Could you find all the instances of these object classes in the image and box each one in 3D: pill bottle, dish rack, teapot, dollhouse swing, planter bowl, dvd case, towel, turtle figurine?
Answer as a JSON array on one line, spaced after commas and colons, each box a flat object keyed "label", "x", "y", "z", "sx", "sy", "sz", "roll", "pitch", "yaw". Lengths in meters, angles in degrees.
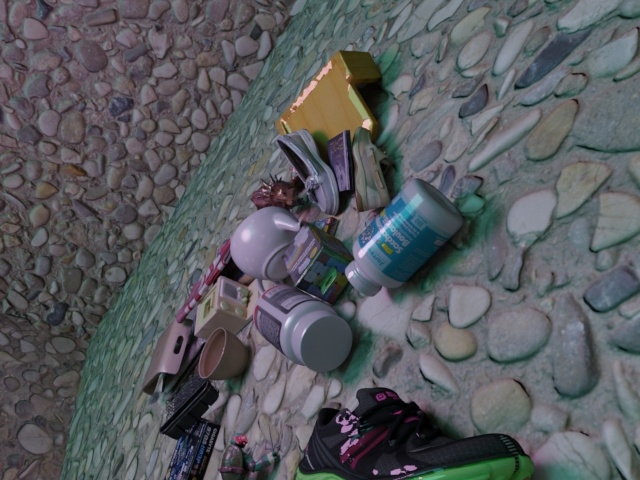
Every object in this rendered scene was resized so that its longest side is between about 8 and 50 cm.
[{"label": "pill bottle", "x": -0.048, "y": 0.215, "z": 1.266, "sx": 0.283, "sy": 0.161, "sz": 0.161, "roll": 18, "pitch": 81, "yaw": 62}, {"label": "dish rack", "x": -0.427, "y": 0.510, "z": 1.658, "sx": 0.208, "sy": 0.074, "sz": 0.271, "roll": -45, "pitch": 19, "yaw": -5}, {"label": "teapot", "x": -0.138, "y": 0.038, "z": 1.549, "sx": 0.252, "sy": 0.256, "sz": 0.187, "roll": -42, "pitch": 61, "yaw": -4}, {"label": "dollhouse swing", "x": 0.078, "y": -0.403, "z": 1.719, "sx": 0.347, "sy": 0.305, "sz": 0.315, "roll": -41, "pitch": -7, "yaw": 35}, {"label": "pill bottle", "x": 0.170, "y": 0.004, "z": 1.106, "sx": 0.264, "sy": 0.146, "sz": 0.146, "roll": -49, "pitch": 30, "yaw": 23}, {"label": "planter bowl", "x": -0.294, "y": 0.369, "z": 1.596, "sx": 0.162, "sy": 0.109, "sz": 0.162, "roll": -41, "pitch": 34, "yaw": 36}, {"label": "dvd case", "x": 0.055, "y": -0.227, "z": 1.502, "sx": 0.221, "sy": 0.018, "sz": 0.164, "roll": -169, "pitch": 75, "yaw": -76}, {"label": "towel", "x": -0.552, "y": 0.431, "z": 2.031, "sx": 0.324, "sy": 0.056, "sz": 0.312, "roll": -56, "pitch": 29, "yaw": 13}, {"label": "towel", "x": -0.417, "y": 0.136, "z": 1.891, "sx": 0.329, "sy": 0.037, "sz": 0.237, "roll": -50, "pitch": 14, "yaw": 24}, {"label": "turtle figurine", "x": -0.197, "y": 0.571, "z": 1.258, "sx": 0.175, "sy": 0.118, "sz": 0.234, "roll": -27, "pitch": 49, "yaw": 47}]

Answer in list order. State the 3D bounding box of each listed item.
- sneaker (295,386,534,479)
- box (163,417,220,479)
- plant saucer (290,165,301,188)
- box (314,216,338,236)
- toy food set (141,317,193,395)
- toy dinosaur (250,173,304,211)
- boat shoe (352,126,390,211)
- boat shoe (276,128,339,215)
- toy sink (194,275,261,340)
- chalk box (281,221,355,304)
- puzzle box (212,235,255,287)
[{"label": "sneaker", "x": 0.116, "y": 0.343, "z": 0.854, "sx": 0.483, "sy": 0.185, "sz": 0.202, "roll": -24, "pitch": 50, "yaw": 48}, {"label": "box", "x": -0.401, "y": 0.663, "z": 1.573, "sx": 0.175, "sy": 0.051, "sz": 0.220, "roll": -15, "pitch": 52, "yaw": 55}, {"label": "plant saucer", "x": -0.084, "y": -0.259, "z": 1.830, "sx": 0.168, "sy": 0.029, "sz": 0.168, "roll": -176, "pitch": 90, "yaw": -80}, {"label": "box", "x": 0.000, "y": 0.000, "z": 1.521, "sx": 0.094, "sy": 0.027, "sz": 0.137, "roll": -9, "pitch": 58, "yaw": 58}, {"label": "toy food set", "x": -0.578, "y": 0.448, "z": 1.940, "sx": 0.306, "sy": 0.092, "sz": 0.219, "roll": -44, "pitch": 29, "yaw": 46}, {"label": "toy dinosaur", "x": -0.156, "y": -0.146, "z": 1.667, "sx": 0.296, "sy": 0.200, "sz": 0.127, "roll": -17, "pitch": 93, "yaw": 40}, {"label": "boat shoe", "x": 0.143, "y": -0.203, "z": 1.404, "sx": 0.098, "sy": 0.109, "sz": 0.302, "roll": -6, "pitch": 49, "yaw": 9}, {"label": "boat shoe", "x": -0.035, "y": -0.207, "z": 1.571, "sx": 0.118, "sy": 0.103, "sz": 0.320, "roll": 111, "pitch": 138, "yaw": -61}, {"label": "toy sink", "x": -0.322, "y": 0.225, "z": 1.748, "sx": 0.234, "sy": 0.131, "sz": 0.152, "roll": -44, "pitch": 33, "yaw": 30}, {"label": "chalk box", "x": 0.005, "y": 0.070, "z": 1.344, "sx": 0.132, "sy": 0.132, "sz": 0.213, "roll": -54, "pitch": 30, "yaw": 13}, {"label": "puzzle box", "x": -0.279, "y": 0.053, "z": 1.898, "sx": 0.409, "sy": 0.052, "sz": 0.272, "roll": -38, "pitch": 38, "yaw": 38}]
